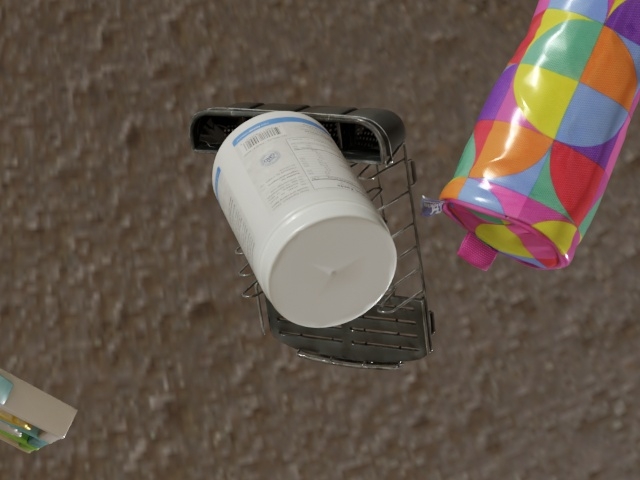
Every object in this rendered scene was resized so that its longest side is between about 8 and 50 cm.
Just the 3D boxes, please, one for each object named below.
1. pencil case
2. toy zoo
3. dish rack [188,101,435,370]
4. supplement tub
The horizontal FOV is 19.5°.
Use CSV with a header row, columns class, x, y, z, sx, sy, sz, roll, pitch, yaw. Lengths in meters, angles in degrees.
class,x,y,z,sx,sy,sz,roll,pitch,yaw
pencil case,0.156,-0.095,1.199,0.104,0.104,0.236,32,78,-24
toy zoo,-0.320,0.127,1.661,0.192,0.293,0.030,29,74,-9
dish rack,0.000,0.000,1.720,0.208,0.074,0.271,6,116,33
supplement tub,-0.010,-0.013,0.950,0.071,0.107,0.071,-10,126,-14
